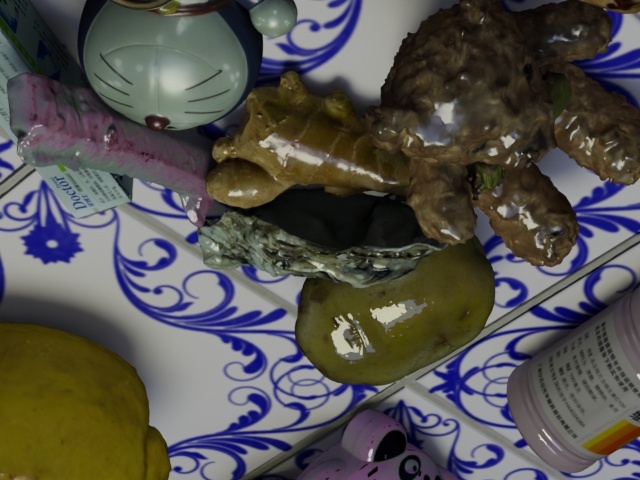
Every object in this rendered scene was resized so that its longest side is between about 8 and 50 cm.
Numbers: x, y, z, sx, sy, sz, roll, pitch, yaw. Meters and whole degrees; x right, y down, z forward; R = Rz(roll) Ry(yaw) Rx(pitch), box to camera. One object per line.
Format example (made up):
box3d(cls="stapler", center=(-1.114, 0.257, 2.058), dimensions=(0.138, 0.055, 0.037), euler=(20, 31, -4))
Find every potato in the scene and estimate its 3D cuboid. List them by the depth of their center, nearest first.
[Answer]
box3d(cls="potato", center=(0.074, 0.060, 1.795), dimensions=(0.200, 0.137, 0.154), euler=(-31, 172, 11))

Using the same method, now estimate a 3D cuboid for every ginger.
box3d(cls="ginger", center=(-0.004, -0.091, 1.682), dimensions=(0.205, 0.115, 0.081), euler=(-3, 174, -8))

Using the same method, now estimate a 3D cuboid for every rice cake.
box3d(cls="rice cake", center=(-0.169, -0.078, 1.617), dimensions=(0.051, 0.081, 0.290), euler=(-2, 167, 31))

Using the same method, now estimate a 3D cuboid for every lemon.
box3d(cls="lemon", center=(-0.321, 0.214, 1.857), dimensions=(0.316, 0.285, 0.285), euler=(-12, 146, -34))

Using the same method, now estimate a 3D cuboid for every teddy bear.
box3d(cls="teddy bear", center=(0.173, -0.095, 1.576), dimensions=(0.296, 0.222, 0.246), euler=(38, 98, -20))

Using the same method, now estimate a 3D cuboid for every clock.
box3d(cls="clock", center=(-0.115, -0.199, 1.506), dimensions=(0.200, 0.146, 0.243), euler=(16, 134, 4))
box3d(cls="clock", center=(0.039, 0.325, 2.038), dimensions=(0.248, 0.090, 0.227), euler=(-54, 133, -10))

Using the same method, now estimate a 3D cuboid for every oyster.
box3d(cls="oyster", center=(-0.001, -0.003, 1.705), dimensions=(0.252, 0.199, 0.087), euler=(-12, 109, 6))

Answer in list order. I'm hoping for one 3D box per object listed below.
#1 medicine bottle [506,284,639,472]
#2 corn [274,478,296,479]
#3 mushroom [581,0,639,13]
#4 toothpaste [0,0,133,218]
box3d(cls="medicine bottle", center=(0.320, 0.127, 1.890), dimensions=(0.133, 0.133, 0.250), euler=(30, 127, -30))
box3d(cls="corn", center=(-0.142, 0.375, 2.151), dimensions=(0.363, 0.120, 0.120), euler=(-28, 132, 23))
box3d(cls="mushroom", center=(0.161, -0.299, 1.382), dimensions=(0.267, 0.254, 0.267), euler=(4, 113, 9))
box3d(cls="toothpaste", center=(-0.266, -0.155, 1.595), dimensions=(0.067, 0.081, 0.336), euler=(-17, 135, 17))
